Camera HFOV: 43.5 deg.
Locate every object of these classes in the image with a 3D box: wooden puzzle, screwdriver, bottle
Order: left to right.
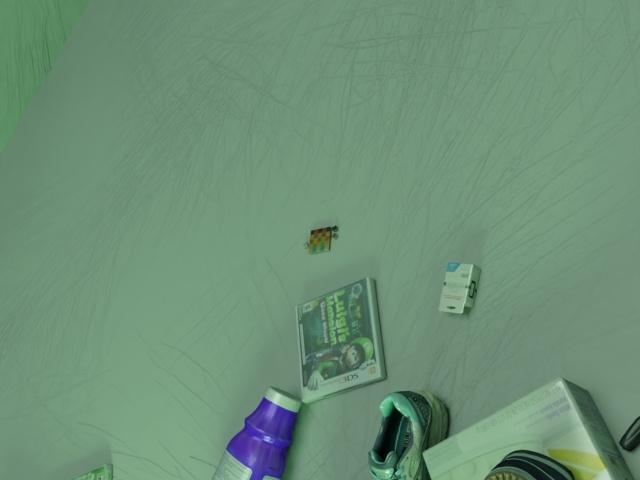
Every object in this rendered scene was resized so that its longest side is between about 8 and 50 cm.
[{"bbox_3d":[-0.121,0.398,1.407,0.118,0.092,0.283,18,82,54],"label":"bottle"},{"bbox_3d":[0.000,0.000,1.555,0.083,0.006,0.049,-11,63,37],"label":"wooden puzzle"},{"bbox_3d":[0.453,0.209,1.057,0.170,0.025,0.024,-55,46,7],"label":"screwdriver"}]

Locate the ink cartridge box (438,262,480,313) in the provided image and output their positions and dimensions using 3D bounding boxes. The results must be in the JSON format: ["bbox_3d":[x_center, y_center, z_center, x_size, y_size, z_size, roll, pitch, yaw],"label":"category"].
[{"bbox_3d":[0.227,0.081,1.308,0.048,0.028,0.083,3,72,41],"label":"ink cartridge box"}]

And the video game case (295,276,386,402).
[{"bbox_3d":[0.031,0.178,1.433,0.173,0.022,0.190,-24,56,30],"label":"video game case"}]

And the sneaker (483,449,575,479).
[{"bbox_3d":[0.296,0.374,0.945,0.099,0.153,0.282,-37,81,17],"label":"sneaker"}]

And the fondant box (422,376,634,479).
[{"bbox_3d":[0.304,0.382,1.053,0.238,0.096,0.330,-36,52,22],"label":"fondant box"}]

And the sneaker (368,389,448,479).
[{"bbox_3d":[0.113,0.362,1.203,0.110,0.122,0.283,-10,67,37],"label":"sneaker"}]

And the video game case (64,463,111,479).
[{"bbox_3d":[-0.520,0.597,1.701,0.212,0.023,0.193,-27,55,28],"label":"video game case"}]
